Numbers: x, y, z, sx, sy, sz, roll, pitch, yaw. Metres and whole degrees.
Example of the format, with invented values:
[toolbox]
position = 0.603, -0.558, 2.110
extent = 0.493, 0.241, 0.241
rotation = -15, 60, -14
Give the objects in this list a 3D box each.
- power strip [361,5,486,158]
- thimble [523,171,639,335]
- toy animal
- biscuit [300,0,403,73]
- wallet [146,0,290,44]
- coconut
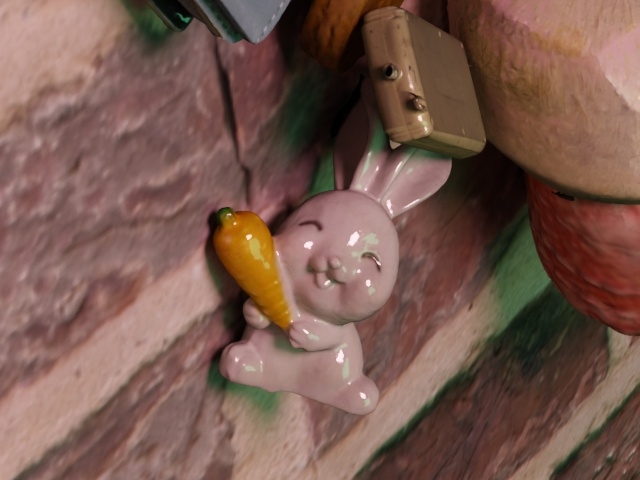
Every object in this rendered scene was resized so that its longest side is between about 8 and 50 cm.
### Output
[power strip]
position = 0.059, -0.088, 1.131
extent = 0.169, 0.028, 0.076
rotation = 7, 70, -72
[thimble]
position = 0.253, -0.055, 1.410
extent = 0.239, 0.239, 0.162
rotation = -49, 148, -29
[toy animal]
position = 0.000, 0.000, 1.190
extent = 0.127, 0.131, 0.181
rotation = -82, -168, -69
[biscuit]
position = 0.077, -0.229, 1.125
extent = 0.301, 0.049, 0.197
rotation = -57, 169, -1
[wallet]
position = -0.025, -0.236, 0.967
extent = 0.250, 0.075, 0.176
rotation = -59, 145, -15
[coconut]
position = 0.191, -0.152, 1.238
extent = 0.227, 0.227, 0.230
rotation = -45, 152, -34
